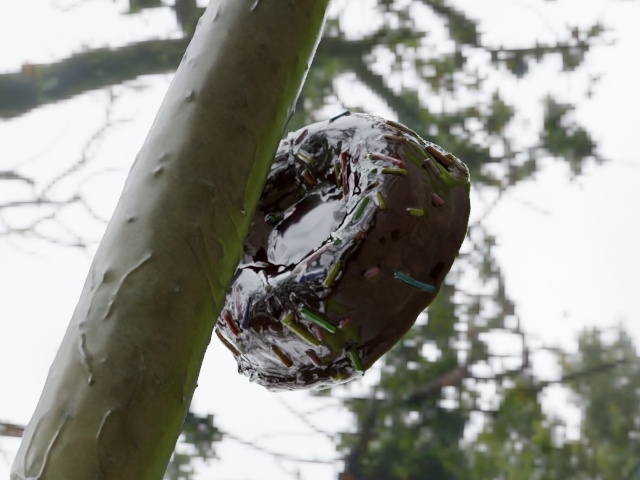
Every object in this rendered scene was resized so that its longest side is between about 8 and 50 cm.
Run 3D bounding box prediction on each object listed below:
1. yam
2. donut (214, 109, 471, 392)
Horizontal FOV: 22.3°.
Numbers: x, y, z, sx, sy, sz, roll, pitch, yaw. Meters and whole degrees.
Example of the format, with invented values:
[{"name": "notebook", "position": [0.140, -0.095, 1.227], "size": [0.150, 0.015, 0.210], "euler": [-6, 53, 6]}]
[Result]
[{"name": "yam", "position": [-0.072, -0.006, 0.856], "size": [0.083, 0.083, 0.372], "euler": [55, -135, -46]}, {"name": "donut", "position": [0.000, 0.000, 1.211], "size": [0.089, 0.235, 0.235], "euler": [43, -127, -34]}]
